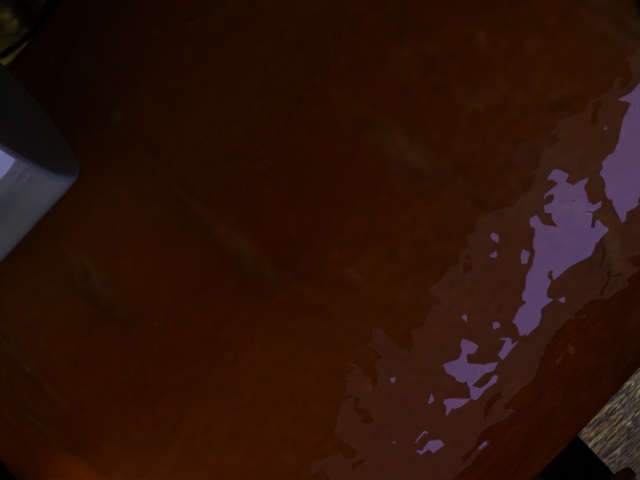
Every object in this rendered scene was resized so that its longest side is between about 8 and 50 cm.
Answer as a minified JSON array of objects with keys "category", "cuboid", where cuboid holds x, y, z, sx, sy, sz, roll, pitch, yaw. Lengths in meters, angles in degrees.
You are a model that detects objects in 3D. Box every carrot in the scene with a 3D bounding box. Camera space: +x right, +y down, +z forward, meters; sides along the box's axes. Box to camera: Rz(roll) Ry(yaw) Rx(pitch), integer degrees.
[{"category":"carrot","cuboid":[0.000,0.000,0.567,0.331,0.214,0.193,-46,-162,20]}]

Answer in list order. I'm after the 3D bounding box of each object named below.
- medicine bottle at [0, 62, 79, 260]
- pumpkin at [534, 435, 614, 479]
[{"category":"medicine bottle","cuboid":[-0.150,0.021,0.472,0.183,0.086,0.086,-47,163,7]},{"category":"pumpkin","cuboid":[0.042,0.229,1.142,0.323,0.241,0.323,-44,162,-18]}]
